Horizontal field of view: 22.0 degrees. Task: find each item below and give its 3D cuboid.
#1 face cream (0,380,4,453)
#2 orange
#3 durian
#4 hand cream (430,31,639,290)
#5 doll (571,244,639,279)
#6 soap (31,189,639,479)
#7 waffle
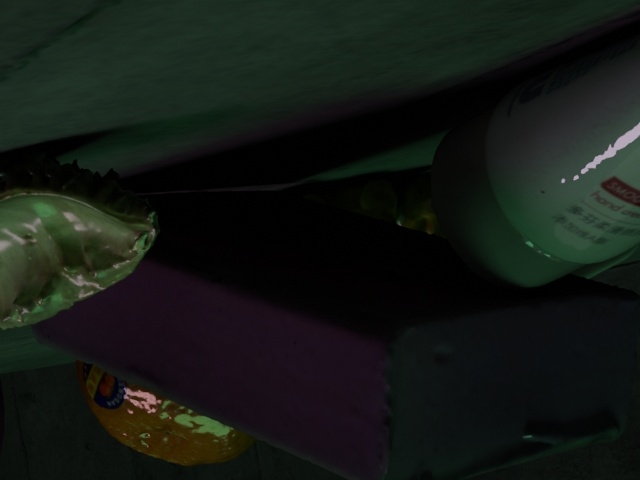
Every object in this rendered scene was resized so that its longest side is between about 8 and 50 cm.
[{"bbox_3d":[-0.300,0.105,0.915,0.175,0.175,0.195,-12,176,25],"label":"face cream"},{"bbox_3d":[-0.112,0.101,1.349,0.177,0.177,0.155,-13,-143,28],"label":"orange"},{"bbox_3d":[-0.123,-0.003,0.686,0.130,0.066,0.052,-24,168,34],"label":"durian"},{"bbox_3d":[0.152,-0.054,0.642,0.133,0.083,0.248,-8,167,-37],"label":"hand cream"},{"bbox_3d":[0.103,0.061,1.452,0.348,0.161,0.423,-24,180,-1],"label":"doll"},{"bbox_3d":[0.003,0.038,0.803,0.181,0.081,0.259,-5,-165,-43],"label":"soap"},{"bbox_3d":[0.000,0.000,1.042,0.211,0.055,0.160,-15,172,39],"label":"waffle"}]
